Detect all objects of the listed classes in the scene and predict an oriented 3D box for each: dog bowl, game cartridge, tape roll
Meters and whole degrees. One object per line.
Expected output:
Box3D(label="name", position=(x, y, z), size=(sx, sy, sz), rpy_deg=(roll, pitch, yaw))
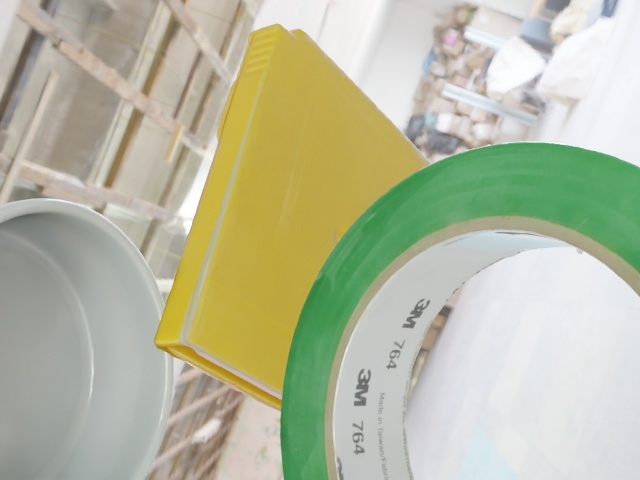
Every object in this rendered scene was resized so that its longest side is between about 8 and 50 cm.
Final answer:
Box3D(label="dog bowl", position=(-0.239, 0.102, 0.670), size=(0.265, 0.104, 0.264), rpy_deg=(18, -111, -59))
Box3D(label="game cartridge", position=(0.000, 0.000, 0.785), size=(0.285, 0.053, 0.323), rpy_deg=(39, -127, -42))
Box3D(label="tape roll", position=(0.113, 0.109, 0.474), size=(0.077, 0.321, 0.321), rpy_deg=(9, -74, -45))
